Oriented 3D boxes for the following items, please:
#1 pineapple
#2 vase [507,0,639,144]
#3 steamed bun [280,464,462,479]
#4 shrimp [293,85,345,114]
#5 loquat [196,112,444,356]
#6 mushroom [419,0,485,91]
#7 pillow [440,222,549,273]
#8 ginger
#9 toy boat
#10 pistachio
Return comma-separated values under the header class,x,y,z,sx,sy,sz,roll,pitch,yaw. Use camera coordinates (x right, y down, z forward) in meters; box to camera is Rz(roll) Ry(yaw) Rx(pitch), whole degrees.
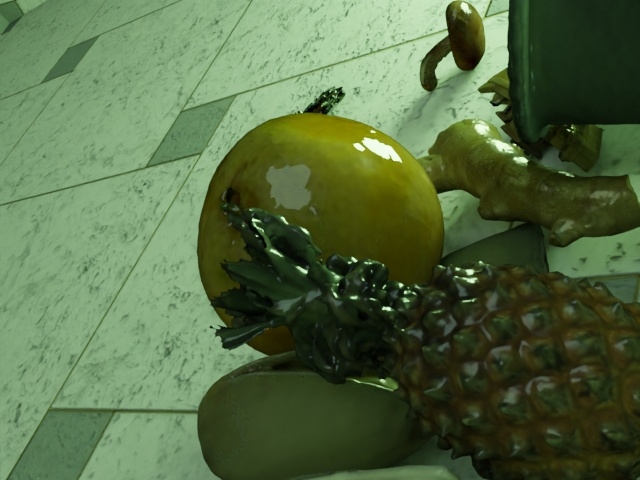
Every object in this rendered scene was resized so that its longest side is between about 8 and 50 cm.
class,x,y,z,sx,sy,sz,roll,pitch,yaw
pineapple,0.083,0.068,0.678,0.361,0.175,0.175,25,65,17
vase,0.325,-0.201,0.775,0.291,0.245,0.245,4,50,23
steamed bun,0.017,0.272,0.638,0.241,0.146,0.164,-17,35,32
shrimp,-0.030,-0.178,1.322,0.161,0.034,0.091,-47,33,-10
loquat,0.000,0.000,0.903,0.263,0.263,0.263,-26,35,20
mushroom,0.181,-0.254,1.174,0.088,0.072,0.130,-90,19,-53
pillow,0.164,0.061,0.823,0.119,0.053,0.208,-18,31,17
ginger,0.201,-0.062,0.886,0.118,0.065,0.299,-46,33,-11
toy boat,0.238,-0.132,0.978,0.072,0.064,0.206,-52,32,12
pistachio,-0.007,0.164,0.796,0.223,0.152,0.126,-9,37,11
